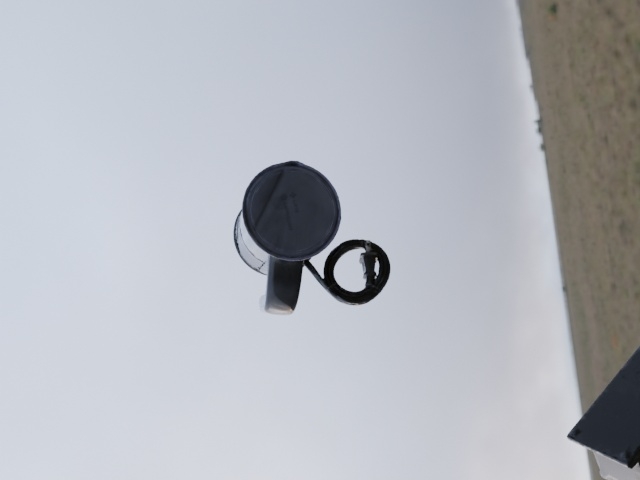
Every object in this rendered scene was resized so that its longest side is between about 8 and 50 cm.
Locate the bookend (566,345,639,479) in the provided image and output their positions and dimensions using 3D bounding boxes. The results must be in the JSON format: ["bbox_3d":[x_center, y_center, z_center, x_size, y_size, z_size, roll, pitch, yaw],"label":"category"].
[{"bbox_3d":[0.352,0.212,0.883,0.156,0.072,0.157,-43,-56,-21],"label":"bookend"}]

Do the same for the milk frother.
[{"bbox_3d":[0.000,0.000,0.759,0.135,0.143,0.129,140,117,-78],"label":"milk frother"}]
